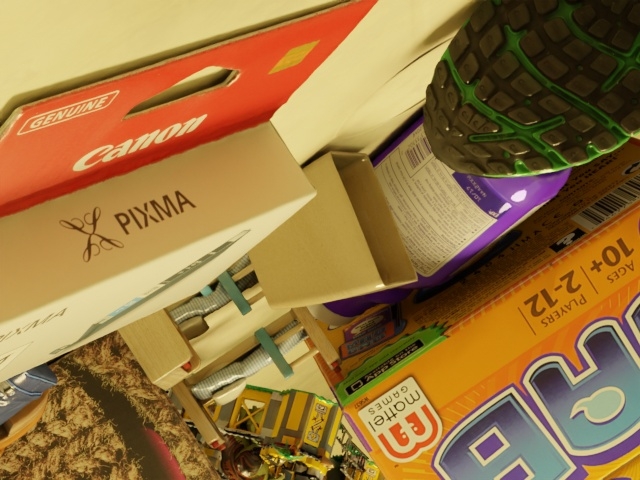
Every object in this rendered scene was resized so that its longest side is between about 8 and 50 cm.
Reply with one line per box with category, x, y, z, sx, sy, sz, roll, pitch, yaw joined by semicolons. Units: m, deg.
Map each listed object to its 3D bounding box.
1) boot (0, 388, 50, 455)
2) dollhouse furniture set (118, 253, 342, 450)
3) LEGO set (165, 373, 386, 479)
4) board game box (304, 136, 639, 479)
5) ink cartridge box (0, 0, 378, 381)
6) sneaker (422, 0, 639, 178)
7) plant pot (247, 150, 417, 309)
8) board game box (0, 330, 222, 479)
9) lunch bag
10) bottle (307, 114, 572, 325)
boot;-0.280;0.155;1.311;0.197;0.073;0.152;-28;174;-23
dollhouse furniture set;-0.071;0.076;1.443;0.129;0.129;0.183;-34;172;-2
LEGO set;-0.075;0.264;1.786;0.331;0.255;0.192;73;32;-68
board game box;0.232;0.148;1.664;0.357;0.356;0.356;-34;-167;-1
ink cartridge box;-0.110;-0.013;1.023;0.296;0.066;0.261;-25;169;-48
sneaker;0.222;-0.148;1.282;0.344;0.134;0.146;-33;172;-8
plant pot;0.000;0.000;1.411;0.096;0.109;0.109;-23;175;16
board game box;-0.226;0.247;1.476;0.291;0.232;0.141;-32;170;-17
lunch bag;-0.205;0.076;1.146;0.065;0.067;0.098;-34;171;2
bottle;0.083;-0.022;1.515;0.092;0.118;0.283;-26;167;-46
